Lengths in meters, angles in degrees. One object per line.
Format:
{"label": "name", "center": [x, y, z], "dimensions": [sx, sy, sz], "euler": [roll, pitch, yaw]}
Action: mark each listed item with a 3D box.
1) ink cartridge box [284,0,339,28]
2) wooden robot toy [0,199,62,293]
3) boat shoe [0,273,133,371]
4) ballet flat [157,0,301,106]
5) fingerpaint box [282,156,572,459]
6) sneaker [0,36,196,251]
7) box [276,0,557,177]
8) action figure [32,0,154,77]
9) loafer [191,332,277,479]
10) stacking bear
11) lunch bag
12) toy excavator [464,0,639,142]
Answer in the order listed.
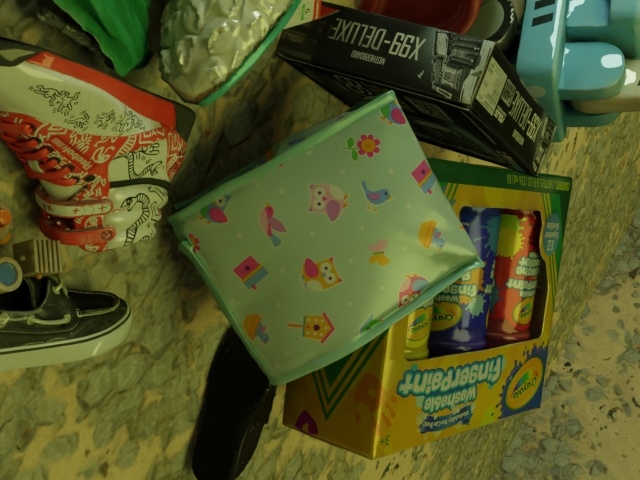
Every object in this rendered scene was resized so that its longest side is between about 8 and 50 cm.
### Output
{"label": "ink cartridge box", "center": [-0.035, -0.246, 0.906], "dimensions": [0.115, 0.063, 0.029], "euler": [-33, 138, -48]}
{"label": "wooden robot toy", "center": [-0.249, 0.001, 0.643], "dimensions": [0.173, 0.079, 0.076], "euler": [31, 55, -51]}
{"label": "boat shoe", "center": [-0.241, 0.062, 0.743], "dimensions": [0.219, 0.078, 0.070], "euler": [-9, 118, -56]}
{"label": "ballet flat", "center": [-0.051, -0.303, 0.807], "dimensions": [0.409, 0.147, 0.147], "euler": [-58, 150, -25]}
{"label": "fingerpaint box", "center": [0.170, 0.072, 1.237], "dimensions": [0.445, 0.163, 0.371], "euler": [1, 98, -50]}
{"label": "sneaker", "center": [-0.205, -0.067, 0.704], "dimensions": [0.270, 0.090, 0.144], "euler": [12, 96, -64]}
{"label": "box", "center": [0.126, -0.176, 1.047], "dimensions": [0.307, 0.243, 0.076], "euler": [20, 91, -63]}
{"label": "action figure", "center": [-0.178, -0.198, 0.676], "dimensions": [0.232, 0.064, 0.137], "euler": [69, 28, -66]}
{"label": "loafer", "center": [-0.099, 0.200, 1.101], "dimensions": [0.220, 0.080, 0.078], "euler": [-68, 162, 9]}
{"label": "stacking bear", "center": [0.178, -0.384, 1.096], "dimensions": [0.289, 0.164, 0.175], "euler": [-54, 149, -34]}
{"label": "lunch bag", "center": [0.000, 0.000, 0.930], "dimensions": [0.262, 0.160, 0.223], "euler": [-31, 99, -8]}
{"label": "toy excavator", "center": [0.392, -0.231, 1.177], "dimensions": [0.222, 0.445, 0.432], "euler": [53, 45, -57]}
